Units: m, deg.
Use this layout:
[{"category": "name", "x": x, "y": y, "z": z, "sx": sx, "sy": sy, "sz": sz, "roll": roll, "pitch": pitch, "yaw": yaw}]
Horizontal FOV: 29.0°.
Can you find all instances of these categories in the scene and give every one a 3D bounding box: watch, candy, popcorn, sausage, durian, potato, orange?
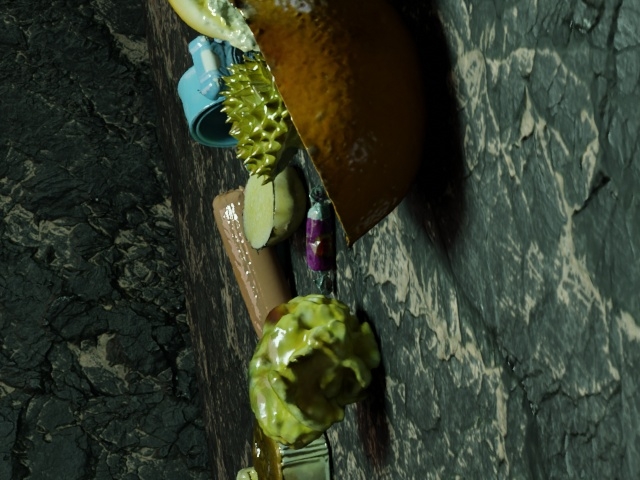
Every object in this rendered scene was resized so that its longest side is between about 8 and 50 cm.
[{"category": "watch", "x": -0.151, "y": -0.244, "z": 2.055, "sx": 0.193, "sy": 0.211, "sz": 0.211, "roll": -49, "pitch": 46, "yaw": 48}, {"category": "candy", "x": 0.000, "y": 0.000, "z": 1.859, "sx": 0.043, "sy": 0.045, "sz": 0.175, "roll": 15, "pitch": 113, "yaw": 40}, {"category": "popcorn", "x": -0.010, "y": 0.182, "z": 1.708, "sx": 0.189, "sy": 0.169, "sz": 0.218, "roll": 169, "pitch": 113, "yaw": -70}, {"category": "sausage", "x": -0.112, "y": 0.044, "z": 2.173, "sx": 0.086, "sy": 0.086, "sz": 0.289, "roll": 146, "pitch": 105, "yaw": -75}, {"category": "durian", "x": -0.047, "y": -0.183, "z": 1.715, "sx": 0.306, "sy": 0.166, "sz": 0.172, "roll": 110, "pitch": 147, "yaw": -60}, {"category": "potato", "x": -0.070, "y": -0.057, "z": 2.052, "sx": 0.200, "sy": 0.081, "sz": 0.164, "roll": -179, "pitch": 91, "yaw": -74}, {"category": "orange", "x": -0.009, "y": -0.173, "z": 1.366, "sx": 0.310, "sy": 0.274, "sz": 0.274, "roll": 33, "pitch": 148, "yaw": 13}]

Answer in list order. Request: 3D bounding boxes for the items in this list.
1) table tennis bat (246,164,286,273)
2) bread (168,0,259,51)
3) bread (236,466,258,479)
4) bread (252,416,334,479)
[{"category": "table tennis bat", "x": -0.108, "y": -0.057, "z": 2.291, "sx": 0.215, "sy": 0.044, "sz": 0.329, "roll": -170, "pitch": 72, "yaw": -77}, {"category": "bread", "x": -0.124, "y": -0.447, "z": 1.747, "sx": 0.270, "sy": 0.211, "sz": 0.316, "roll": -95, "pitch": 14, "yaw": -63}, {"category": "bread", "x": -0.081, "y": 0.521, "z": 2.240, "sx": 0.106, "sy": 0.140, "sz": 0.236, "roll": 104, "pitch": 156, "yaw": -48}, {"category": "bread", "x": -0.055, "y": 0.384, "z": 2.126, "sx": 0.210, "sy": 0.109, "sz": 0.192, "roll": -127, "pitch": 34, "yaw": -65}]
